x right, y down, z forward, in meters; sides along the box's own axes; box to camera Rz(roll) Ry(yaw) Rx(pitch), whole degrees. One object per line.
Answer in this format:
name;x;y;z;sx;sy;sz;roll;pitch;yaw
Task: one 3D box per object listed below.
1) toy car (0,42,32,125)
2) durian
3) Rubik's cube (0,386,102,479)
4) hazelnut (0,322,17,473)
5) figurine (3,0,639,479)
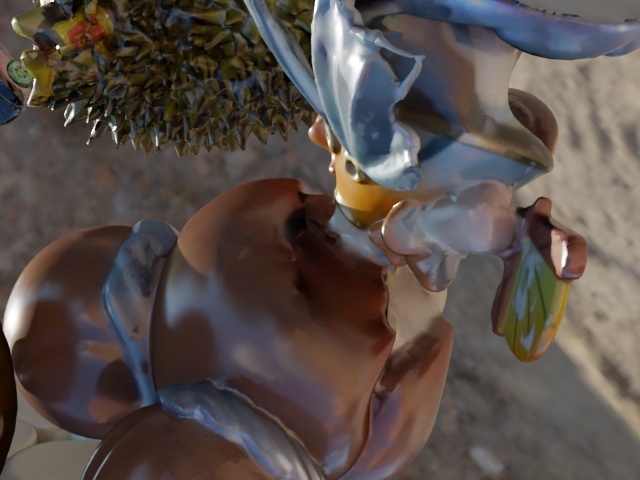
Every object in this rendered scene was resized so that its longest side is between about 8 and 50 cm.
toy car;-0.319;-0.165;1.607;0.069;0.055;0.142;-32;99;42
durian;-0.063;-0.185;1.202;0.258;0.293;0.258;24;166;7
Rubik's cube;-0.172;0.285;1.222;0.290;0.291;0.291;12;106;22
hazelnut;-0.274;0.082;0.957;0.217;0.217;0.251;33;126;53
figurine;0.001;0.001;0.958;0.388;0.248;0.276;-66;33;30
